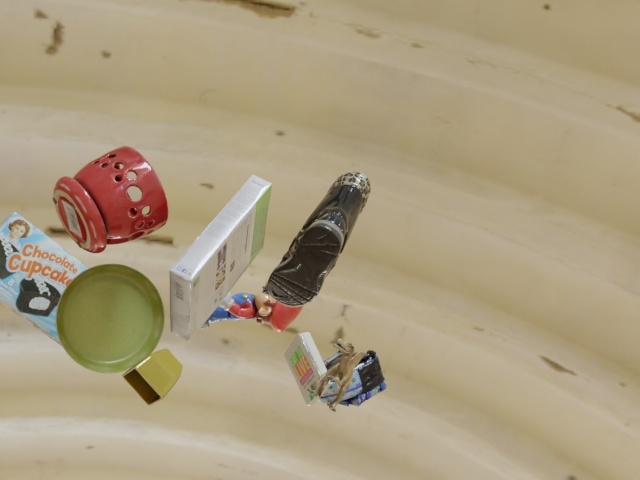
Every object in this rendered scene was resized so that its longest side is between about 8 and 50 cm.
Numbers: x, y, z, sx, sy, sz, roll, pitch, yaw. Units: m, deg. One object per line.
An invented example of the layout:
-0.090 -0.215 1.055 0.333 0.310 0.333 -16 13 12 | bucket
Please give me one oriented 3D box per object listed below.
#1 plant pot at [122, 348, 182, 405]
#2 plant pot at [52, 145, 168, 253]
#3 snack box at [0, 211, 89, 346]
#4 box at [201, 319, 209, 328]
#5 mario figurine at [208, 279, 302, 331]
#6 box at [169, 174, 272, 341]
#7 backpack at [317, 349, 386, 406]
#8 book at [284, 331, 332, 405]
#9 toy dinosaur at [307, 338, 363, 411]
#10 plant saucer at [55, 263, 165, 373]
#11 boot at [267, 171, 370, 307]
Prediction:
-0.314 0.255 1.528 0.081 0.083 0.081 50 -37 -4 | plant pot
-0.433 -0.076 1.631 0.191 0.174 0.191 31 -42 33 | plant pot
-0.676 0.103 1.936 0.060 0.322 0.187 -6 -133 55 | snack box
-0.333 0.208 2.040 0.067 0.083 0.018 76 -1 -51 | box
-0.201 0.165 2.288 0.198 0.321 0.170 -69 150 -55 | mario figurine
-0.216 0.037 1.731 0.059 0.322 0.232 28 -38 12 | box
0.054 0.350 1.970 0.158 0.173 0.116 -5 -72 56 | backpack
-0.031 0.303 1.878 0.096 0.035 0.144 -55 -129 37 | book
0.031 0.198 1.149 0.053 0.092 0.183 39 -15 17 | toy dinosaur
-0.465 0.172 1.758 0.037 0.241 0.240 -10 -97 60 | plant saucer
0.002 0.000 1.375 0.236 0.085 0.178 -55 -176 48 | boot
